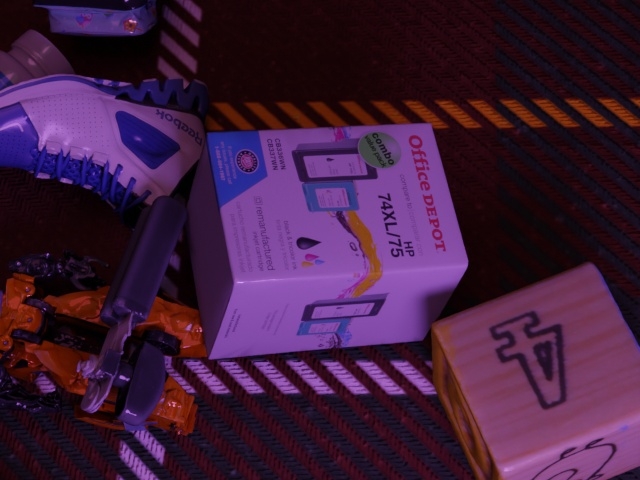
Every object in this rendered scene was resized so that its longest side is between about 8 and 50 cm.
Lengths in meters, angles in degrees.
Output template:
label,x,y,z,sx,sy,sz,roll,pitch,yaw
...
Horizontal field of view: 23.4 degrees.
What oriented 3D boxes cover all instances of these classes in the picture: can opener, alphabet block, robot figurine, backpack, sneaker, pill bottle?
label,x,y,z,sx,sy,sz,roll,pitch,yaw
can opener,-0.209,0.081,1.778,0.093,0.074,0.280,26,59,-22
alphabet block,0.248,0.170,1.711,0.197,0.192,0.193,-21,62,-5
robot figurine,-0.272,0.128,1.835,0.291,0.085,0.211,15,65,11
backpack,-0.279,-0.344,2.031,0.166,0.144,0.188,1,27,13
sneaker,-0.260,-0.098,1.891,0.315,0.127,0.182,-6,67,-28
pill bottle,-0.423,-0.166,1.973,0.124,0.124,0.221,38,73,21

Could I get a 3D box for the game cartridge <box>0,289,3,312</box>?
label,x,y,z,sx,sy,sz,roll,pitch,yaw
game cartridge,-0.497,0.156,1.774,0.198,0.062,0.297,27,92,7

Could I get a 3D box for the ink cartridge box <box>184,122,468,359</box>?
label,x,y,z,sx,sy,sz,roll,pitch,yaw
ink cartridge box,0.000,0.000,1.779,0.270,0.197,0.198,-4,62,-16
